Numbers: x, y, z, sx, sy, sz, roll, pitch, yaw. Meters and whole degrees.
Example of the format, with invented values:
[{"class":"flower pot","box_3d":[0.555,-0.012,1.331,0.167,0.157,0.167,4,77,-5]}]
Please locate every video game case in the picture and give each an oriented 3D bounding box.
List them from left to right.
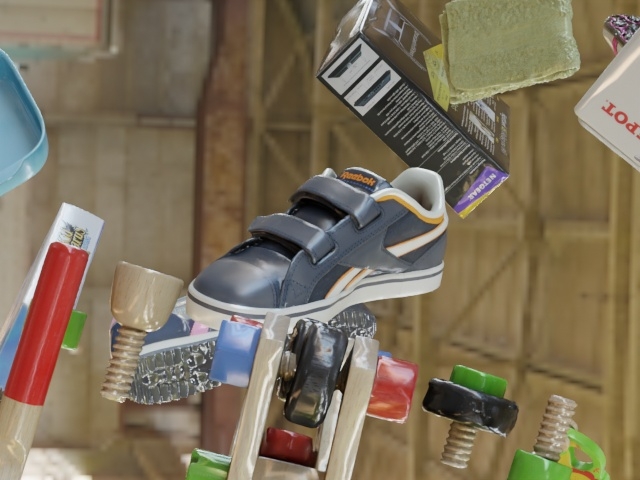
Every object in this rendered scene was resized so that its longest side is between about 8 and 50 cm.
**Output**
[{"class":"video game case","box_3d":[-0.347,0.124,2.021,0.269,0.061,0.244,-60,-170,26]}]

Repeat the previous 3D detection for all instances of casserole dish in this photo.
[{"class":"casserole dish","box_3d":[-0.296,-0.093,1.493,0.188,0.114,0.037,55,-6,43]}]

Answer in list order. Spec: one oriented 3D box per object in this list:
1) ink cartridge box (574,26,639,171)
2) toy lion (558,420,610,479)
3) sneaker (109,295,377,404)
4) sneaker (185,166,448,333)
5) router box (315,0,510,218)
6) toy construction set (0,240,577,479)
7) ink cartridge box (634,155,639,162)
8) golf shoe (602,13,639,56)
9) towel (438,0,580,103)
[{"class":"ink cartridge box","box_3d":[0.428,-0.182,1.782,0.278,0.201,0.117,-53,175,25]},{"class":"toy lion","box_3d":[0.275,0.249,1.866,0.034,0.096,0.100,-51,172,-43]},{"class":"sneaker","box_3d":[-0.096,0.096,2.059,0.131,0.319,0.112,-117,-154,-45]},{"class":"sneaker","box_3d":[0.000,0.000,1.657,0.126,0.321,0.127,22,-66,37]},{"class":"router box","box_3d":[0.120,-0.179,2.115,0.081,0.243,0.309,-44,-171,18]},{"class":"toy construction set","box_3d":[-0.060,0.153,1.035,0.257,0.308,0.237,12,-96,63]},{"class":"ink cartridge box","box_3d":[0.409,0.055,1.432,0.069,0.175,0.371,-54,-139,5]},{"class":"golf shoe","box_3d":[0.387,-0.188,2.030,0.186,0.067,0.086,52,-41,28]},{"class":"towel","box_3d":[0.189,-0.202,1.746,0.027,0.148,0.110,15,67,-57]}]
